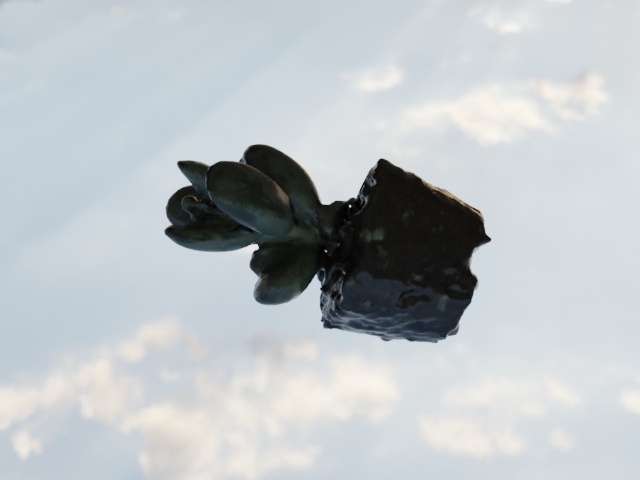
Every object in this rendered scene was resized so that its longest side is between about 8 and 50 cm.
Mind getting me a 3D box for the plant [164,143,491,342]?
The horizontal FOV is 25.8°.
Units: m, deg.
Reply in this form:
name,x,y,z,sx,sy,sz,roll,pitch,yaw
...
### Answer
name,x,y,z,sx,sy,sz,roll,pitch,yaw
plant,0.000,0.001,1.203,0.275,0.146,0.149,17,-119,-18
